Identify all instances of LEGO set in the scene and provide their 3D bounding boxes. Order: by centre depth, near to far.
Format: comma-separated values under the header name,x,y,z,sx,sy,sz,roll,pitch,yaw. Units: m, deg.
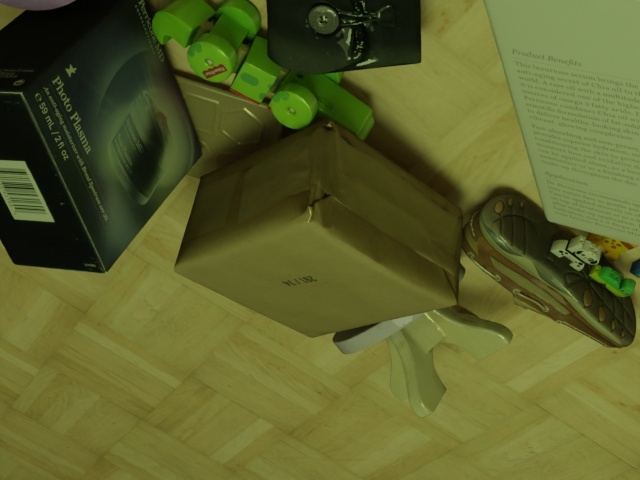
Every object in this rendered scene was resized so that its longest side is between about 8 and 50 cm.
name,x,y,z,sx,sy,sz,roll,pitch,yaw
LEGO set,0.463,0.032,1.450,0.227,0.087,0.093,34,151,-14

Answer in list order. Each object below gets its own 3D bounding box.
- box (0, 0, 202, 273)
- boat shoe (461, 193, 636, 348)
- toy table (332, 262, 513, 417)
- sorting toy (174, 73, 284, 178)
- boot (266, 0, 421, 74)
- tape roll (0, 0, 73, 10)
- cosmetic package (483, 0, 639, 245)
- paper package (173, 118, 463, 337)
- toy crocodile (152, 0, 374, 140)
name,x,y,z,sx,sy,sz,roll,pitch,yaw
box,-0.342,-0.162,1.389,0.182,0.294,0.296,4,131,25
boat shoe,0.348,0.056,1.511,0.324,0.123,0.116,40,141,-11
toy table,0.166,0.153,1.602,0.161,0.252,0.274,50,142,-6
sorting toy,-0.159,-0.164,1.535,0.208,0.038,0.193,21,137,7
boot,-0.059,-0.412,1.180,0.367,0.146,0.445,8,140,16
tape roll,-0.387,-0.436,1.255,0.275,0.090,0.275,11,135,11
cosmetic package,0.352,-0.177,1.114,0.230,0.161,0.453,19,157,31
paper package,0.000,0.000,1.454,0.309,0.168,0.325,30,148,-33
toy crocodile,-0.079,-0.233,1.376,0.340,0.115,0.105,30,142,-7
